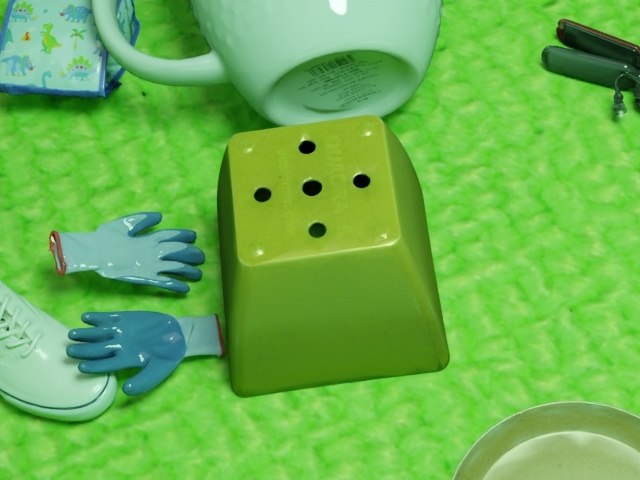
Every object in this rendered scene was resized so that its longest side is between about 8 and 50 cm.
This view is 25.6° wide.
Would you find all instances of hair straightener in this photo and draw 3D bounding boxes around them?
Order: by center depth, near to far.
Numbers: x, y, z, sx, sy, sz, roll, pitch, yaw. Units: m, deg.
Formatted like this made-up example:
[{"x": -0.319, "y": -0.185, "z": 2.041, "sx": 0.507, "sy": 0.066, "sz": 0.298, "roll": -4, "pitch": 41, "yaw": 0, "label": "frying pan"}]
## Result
[{"x": 0.334, "y": -0.152, "z": 1.464, "sx": 0.230, "sy": 0.047, "sz": 0.089, "roll": 26, "pitch": 66, "yaw": 15, "label": "hair straightener"}]

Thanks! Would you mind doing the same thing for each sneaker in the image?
[{"x": -0.310, "y": 0.087, "z": 1.357, "sx": 0.258, "sy": 0.091, "sz": 0.094, "roll": 28, "pitch": 66, "yaw": 18, "label": "sneaker"}]

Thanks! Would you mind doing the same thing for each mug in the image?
[{"x": -0.056, "y": -0.280, "z": 1.452, "sx": 0.374, "sy": 0.276, "sz": 0.328, "roll": -14, "pitch": 66, "yaw": 5, "label": "mug"}]

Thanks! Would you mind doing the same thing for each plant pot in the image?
[{"x": 0.226, "y": 0.254, "z": 1.233, "sx": 0.236, "sy": 0.032, "sz": 0.236, "roll": -2, "pitch": 59, "yaw": 4, "label": "plant pot"}, {"x": 0.000, "y": 0.000, "z": 1.320, "sx": 0.212, "sy": 0.187, "sz": 0.212, "roll": -8, "pitch": 58, "yaw": 2, "label": "plant pot"}]

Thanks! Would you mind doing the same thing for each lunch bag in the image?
[{"x": -0.276, "y": -0.213, "z": 1.532, "sx": 0.128, "sy": 0.096, "sz": 0.151, "roll": 4, "pitch": 50, "yaw": 8, "label": "lunch bag"}]

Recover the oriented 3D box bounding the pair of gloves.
[{"x": -0.177, "y": 0.059, "z": 1.369, "sx": 0.159, "sy": 0.023, "sz": 0.198, "roll": -3, "pitch": 60, "yaw": -23, "label": "pair of gloves"}]
